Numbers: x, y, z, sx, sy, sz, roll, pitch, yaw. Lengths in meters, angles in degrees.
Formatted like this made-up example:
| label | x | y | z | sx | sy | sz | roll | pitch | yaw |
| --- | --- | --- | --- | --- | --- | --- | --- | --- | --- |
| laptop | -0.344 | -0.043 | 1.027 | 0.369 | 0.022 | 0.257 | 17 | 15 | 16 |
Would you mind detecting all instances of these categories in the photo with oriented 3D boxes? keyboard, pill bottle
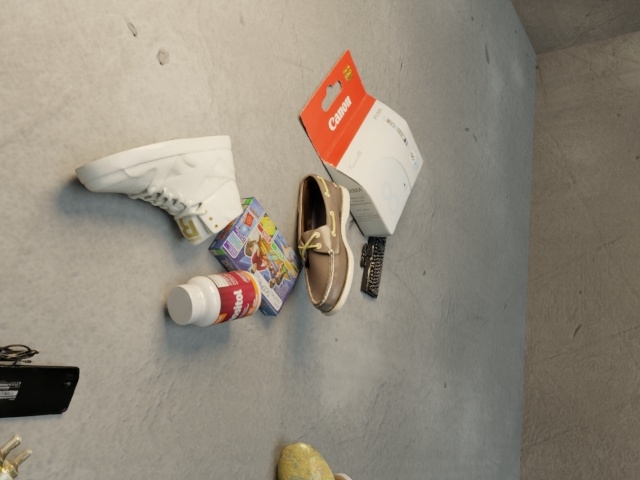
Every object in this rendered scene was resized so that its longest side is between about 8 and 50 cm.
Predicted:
| label | x | y | z | sx | sy | sz | roll | pitch | yaw |
| --- | --- | --- | --- | --- | --- | --- | --- | --- | --- |
| keyboard | -0.398 | 0.171 | 0.672 | 0.192 | 0.038 | 0.100 | 20 | 94 | -53 |
| pill bottle | -0.180 | 0.100 | 0.918 | 0.152 | 0.086 | 0.086 | -6 | 92 | -53 |
| keyboard | 0.139 | 0.053 | 1.414 | 0.108 | 0.023 | 0.180 | 33 | 60 | -48 |

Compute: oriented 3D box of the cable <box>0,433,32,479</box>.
| label | x | y | z | sx | sy | sz | roll | pitch | yaw |
| --- | --- | --- | --- | --- | --- | --- | --- | --- | --- |
| cable | -0.446 | 0.346 | 0.586 | 0.287 | 0.072 | 0.139 | -28 | 127 | -39 |

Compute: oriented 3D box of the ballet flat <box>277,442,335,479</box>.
| label | x | y | z | sx | sy | sz | roll | pitch | yaw |
| --- | --- | --- | --- | --- | --- | --- | --- | --- | --- |
| ballet flat | -0.013 | 0.577 | 1.069 | 0.123 | 0.123 | 0.348 | -27 | 112 | -51 |

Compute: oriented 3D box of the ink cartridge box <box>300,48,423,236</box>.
| label | x | y | z | sx | sy | sz | roll | pitch | yaw |
| --- | --- | --- | --- | --- | --- | --- | --- | --- | --- |
| ink cartridge box | 0.124 | -0.249 | 1.362 | 0.385 | 0.091 | 0.308 | 59 | 44 | -34 |

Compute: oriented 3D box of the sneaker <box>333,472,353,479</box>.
| label | x | y | z | sx | sy | sz | roll | pitch | yaw |
| --- | --- | --- | --- | --- | --- | --- | --- | --- | --- |
| sneaker | 0.078 | 0.638 | 1.214 | 0.153 | 0.099 | 0.282 | -9 | 101 | -49 |

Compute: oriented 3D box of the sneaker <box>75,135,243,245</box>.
| label | x | y | z | sx | sy | sz | roll | pitch | yaw |
| --- | --- | --- | --- | --- | --- | --- | --- | --- | --- |
| sneaker | -0.228 | -0.069 | 0.850 | 0.292 | 0.108 | 0.169 | -23 | 103 | -54 |

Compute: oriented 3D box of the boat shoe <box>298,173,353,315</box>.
| label | x | y | z | sx | sy | sz | roll | pitch | yaw |
| --- | --- | --- | --- | --- | --- | --- | --- | --- | --- |
| boat shoe | 0.000 | 0.000 | 1.119 | 0.097 | 0.117 | 0.324 | 29 | 48 | -34 |

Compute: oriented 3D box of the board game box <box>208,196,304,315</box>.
| label | x | y | z | sx | sy | sz | roll | pitch | yaw |
| --- | --- | --- | --- | --- | --- | --- | --- | --- | --- |
| board game box | -0.118 | 0.034 | 1.052 | 0.201 | 0.035 | 0.136 | 57 | 45 | -34 |
